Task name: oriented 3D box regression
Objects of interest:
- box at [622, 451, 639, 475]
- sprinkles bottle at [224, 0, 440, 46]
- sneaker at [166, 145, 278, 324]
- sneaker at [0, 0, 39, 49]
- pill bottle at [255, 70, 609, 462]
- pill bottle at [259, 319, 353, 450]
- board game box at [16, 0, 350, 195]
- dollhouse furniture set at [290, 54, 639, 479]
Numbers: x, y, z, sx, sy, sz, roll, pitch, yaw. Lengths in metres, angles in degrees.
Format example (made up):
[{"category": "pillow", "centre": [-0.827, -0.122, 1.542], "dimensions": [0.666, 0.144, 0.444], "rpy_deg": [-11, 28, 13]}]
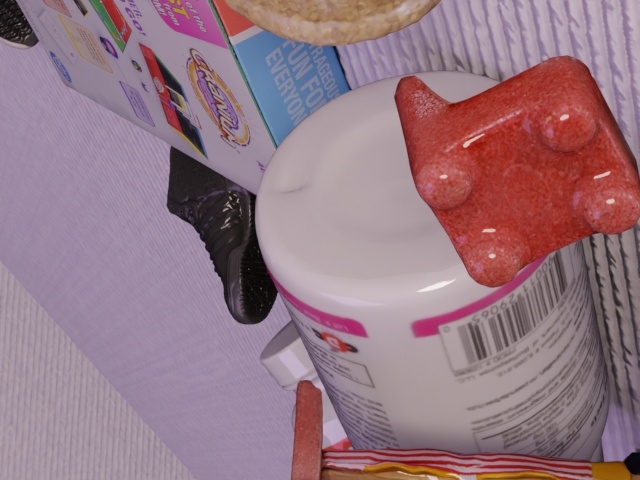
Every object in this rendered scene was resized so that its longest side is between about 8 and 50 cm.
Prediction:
[{"category": "box", "centre": [0.246, 0.211, 0.770], "dimensions": [0.153, 0.108, 0.207], "rpy_deg": [48, 161, -2]}, {"category": "sprinkles bottle", "centre": [-0.001, -0.214, 0.433], "dimensions": [0.121, 0.121, 0.355], "rpy_deg": [40, 160, 21]}, {"category": "sneaker", "centre": [-0.079, -0.021, 1.011], "dimensions": [0.089, 0.051, 0.170], "rpy_deg": [-2, 88, 37]}, {"category": "sneaker", "centre": [-0.297, -0.221, 1.198], "dimensions": [0.161, 0.057, 0.075], "rpy_deg": [39, 176, 21]}, {"category": "pill bottle", "centre": [0.077, 0.057, 0.748], "dimensions": [0.160, 0.160, 0.283], "rpy_deg": [32, 156, 39]}, {"category": "pill bottle", "centre": [0.055, 0.147, 1.035], "dimensions": [0.221, 0.124, 0.124], "rpy_deg": [49, 161, -8]}, {"category": "board game box", "centre": [-0.117, -0.162, 0.884], "dimensions": [0.316, 0.064, 0.242], "rpy_deg": [31, 155, 40]}, {"category": "dollhouse furniture set", "centre": [0.092, 0.056, 0.542], "dimensions": [0.152, 0.201, 0.374], "rpy_deg": [-87, 2, -57]}]
